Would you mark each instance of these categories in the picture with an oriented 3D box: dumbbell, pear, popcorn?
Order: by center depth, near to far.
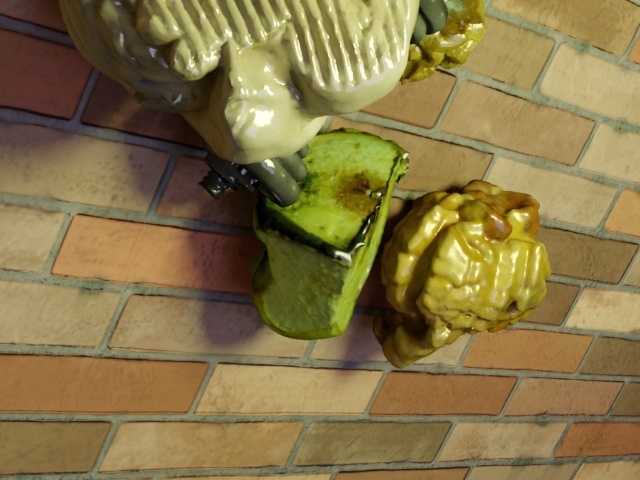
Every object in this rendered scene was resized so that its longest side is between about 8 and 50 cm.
[{"bbox_3d":[-0.005,-0.212,1.698,0.406,0.179,0.179,-49,142,-3],"label":"dumbbell"},{"bbox_3d":[0.000,0.000,1.888,0.255,0.164,0.238,100,14,-49],"label":"pear"},{"bbox_3d":[0.201,0.055,2.093,0.332,0.225,0.265,-47,148,12],"label":"popcorn"}]

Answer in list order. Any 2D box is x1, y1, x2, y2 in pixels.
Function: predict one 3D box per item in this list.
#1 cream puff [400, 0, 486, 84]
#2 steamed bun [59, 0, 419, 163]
[{"bbox_3d":[0.147,-0.279,1.850,0.146,0.146,0.116,-27,156,-29],"label":"cream puff"},{"bbox_3d":[-0.084,-0.258,1.509,0.352,0.247,0.339,-39,98,-11],"label":"steamed bun"}]
